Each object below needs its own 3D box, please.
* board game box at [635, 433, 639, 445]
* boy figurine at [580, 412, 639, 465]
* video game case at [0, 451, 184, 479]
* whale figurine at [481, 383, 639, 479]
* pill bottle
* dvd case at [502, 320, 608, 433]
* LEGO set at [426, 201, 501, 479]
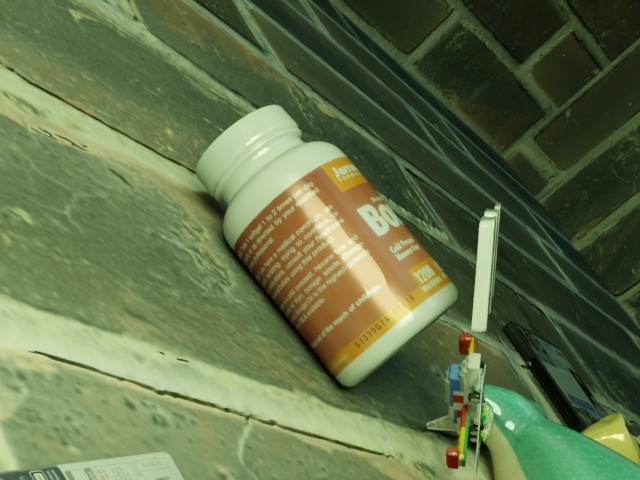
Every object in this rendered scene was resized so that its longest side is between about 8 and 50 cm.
[{"bbox_3d":[0.622,0.413,1.550,0.201,0.035,0.136,40,18,-28],"label":"board game box"},{"bbox_3d":[0.399,0.299,1.140,0.285,0.092,0.177,43,23,-27],"label":"boy figurine"},{"bbox_3d":[-0.070,0.173,0.339,0.201,0.023,0.183,56,18,22],"label":"video game case"},{"bbox_3d":[0.234,0.224,0.793,0.216,0.141,0.272,29,24,-47],"label":"whale figurine"},{"bbox_3d":[0.000,0.000,0.744,0.216,0.121,0.121,51,16,9],"label":"pill bottle"},{"bbox_3d":[0.372,0.236,1.342,0.180,0.022,0.253,27,26,-49],"label":"dvd case"},{"bbox_3d":[0.107,0.096,0.714,0.182,0.060,0.244,-29,122,-76],"label":"LEGO set"}]
